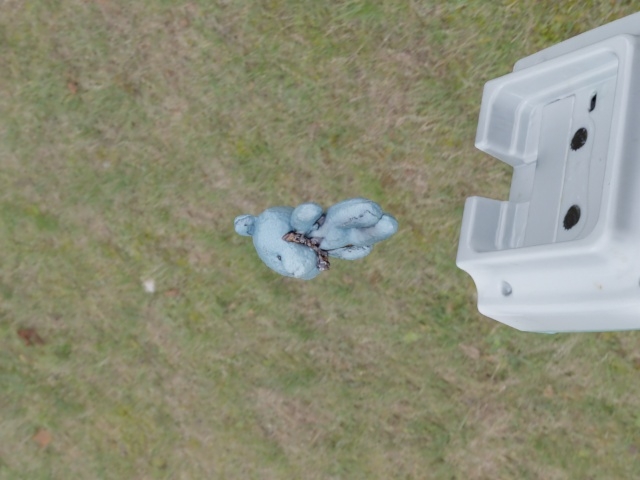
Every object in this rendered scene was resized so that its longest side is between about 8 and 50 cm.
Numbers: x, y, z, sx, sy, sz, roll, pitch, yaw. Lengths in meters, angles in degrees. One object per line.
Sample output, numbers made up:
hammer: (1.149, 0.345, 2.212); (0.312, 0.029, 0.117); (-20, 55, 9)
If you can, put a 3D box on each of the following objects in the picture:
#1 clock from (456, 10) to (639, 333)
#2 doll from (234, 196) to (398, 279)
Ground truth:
clock: (0.229, -0.060, 0.796); (0.116, 0.262, 0.231); (15, 168, -23)
doll: (-0.002, 0.004, 0.966); (0.120, 0.075, 0.179); (39, 153, -32)
